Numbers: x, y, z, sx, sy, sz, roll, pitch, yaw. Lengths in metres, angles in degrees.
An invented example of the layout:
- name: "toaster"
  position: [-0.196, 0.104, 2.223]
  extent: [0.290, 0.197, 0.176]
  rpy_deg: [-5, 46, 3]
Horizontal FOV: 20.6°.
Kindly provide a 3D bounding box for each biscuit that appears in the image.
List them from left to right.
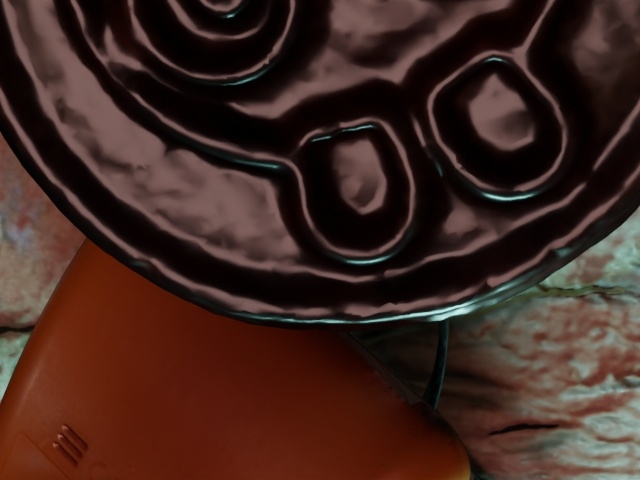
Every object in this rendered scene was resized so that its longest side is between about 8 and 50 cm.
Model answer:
- name: "biscuit"
  position: [0.010, -0.145, 0.850]
  extent: [0.407, 0.091, 0.407]
  rpy_deg: [1, 107, 3]

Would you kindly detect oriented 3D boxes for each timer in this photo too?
- name: "timer"
  position: [-0.057, 0.119, 1.029]
  extent: [0.257, 0.161, 0.250]
  rpy_deg: [42, 132, 17]

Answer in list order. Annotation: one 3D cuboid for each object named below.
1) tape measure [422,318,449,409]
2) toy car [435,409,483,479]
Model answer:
- name: "tape measure"
  position: [0.001, 0.000, 1.026]
  extent: [0.164, 0.084, 0.330]
  rpy_deg: [13, 125, 16]
- name: "toy car"
  position: [0.072, 0.192, 1.125]
  extent: [0.090, 0.076, 0.224]
  rpy_deg: [-32, 105, 32]
